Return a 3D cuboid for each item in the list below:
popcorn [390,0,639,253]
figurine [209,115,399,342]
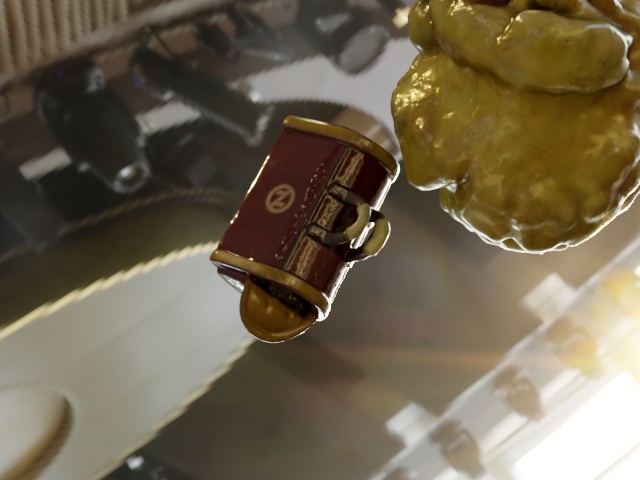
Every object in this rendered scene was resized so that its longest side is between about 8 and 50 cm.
[{"bbox_3d":[0.149,-0.107,0.948,0.226,0.200,0.203,-31,-14,-11],"label":"popcorn"},{"bbox_3d":[-0.001,0.000,0.972,0.082,0.098,0.154,41,-112,-39],"label":"figurine"}]
